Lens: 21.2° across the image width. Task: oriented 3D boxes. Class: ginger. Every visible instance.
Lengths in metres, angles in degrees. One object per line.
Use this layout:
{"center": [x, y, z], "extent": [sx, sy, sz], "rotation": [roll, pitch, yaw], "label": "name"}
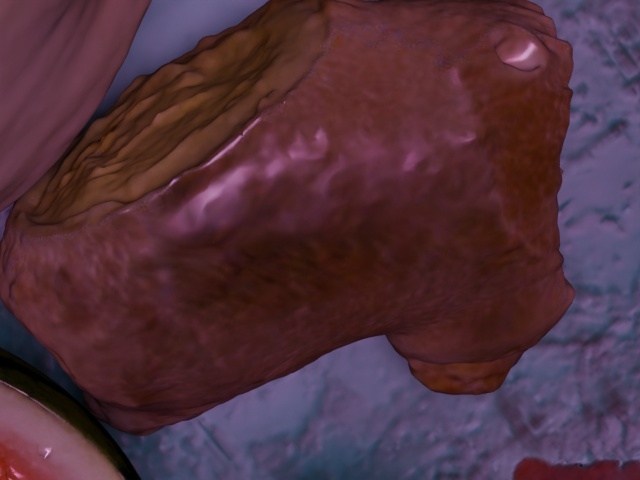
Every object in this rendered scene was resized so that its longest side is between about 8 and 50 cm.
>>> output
{"center": [0.000, 0.000, 0.753], "extent": [0.276, 0.130, 0.221], "rotation": [-39, 125, 12], "label": "ginger"}

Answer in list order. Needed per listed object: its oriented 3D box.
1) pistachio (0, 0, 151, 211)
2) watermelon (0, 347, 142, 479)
{"center": [-0.199, -0.097, 0.682], "extent": [0.226, 0.208, 0.332], "rotation": [36, 106, -24], "label": "pistachio"}
{"center": [-0.179, 0.087, 0.705], "extent": [0.303, 0.159, 0.128], "rotation": [16, 138, -15], "label": "watermelon"}
